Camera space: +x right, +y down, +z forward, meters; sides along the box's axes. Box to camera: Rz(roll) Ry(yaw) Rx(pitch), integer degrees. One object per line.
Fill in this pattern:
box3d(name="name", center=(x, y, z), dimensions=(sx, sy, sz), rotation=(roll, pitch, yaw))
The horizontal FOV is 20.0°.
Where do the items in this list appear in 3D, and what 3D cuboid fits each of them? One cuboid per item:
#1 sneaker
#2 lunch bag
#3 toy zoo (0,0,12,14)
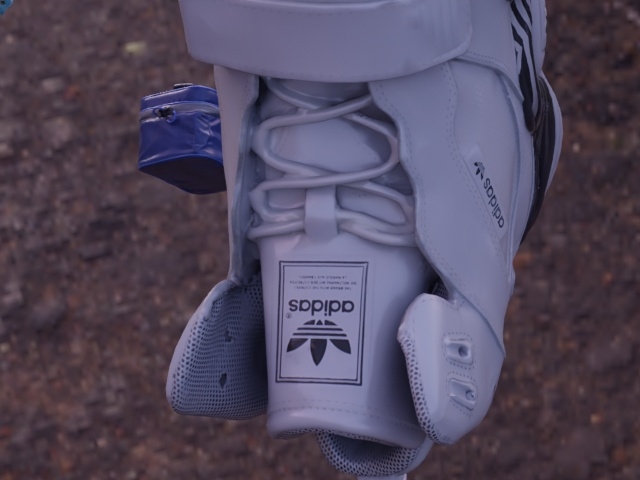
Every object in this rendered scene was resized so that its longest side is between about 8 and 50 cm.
box3d(name="sneaker", center=(0.011, -0.043, 0.718), dimensions=(0.137, 0.366, 0.210), rotation=(4, 60, 19))
box3d(name="lunch bag", center=(-0.092, -0.079, 1.350), dimensions=(0.067, 0.098, 0.065), rotation=(-9, 71, 29))
box3d(name="toy zoo", center=(-0.341, -0.138, 1.178), dimensions=(0.293, 0.192, 0.030), rotation=(-6, 40, 7))
